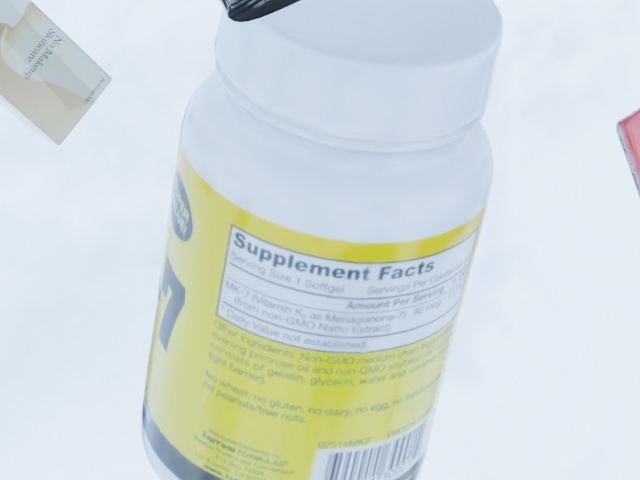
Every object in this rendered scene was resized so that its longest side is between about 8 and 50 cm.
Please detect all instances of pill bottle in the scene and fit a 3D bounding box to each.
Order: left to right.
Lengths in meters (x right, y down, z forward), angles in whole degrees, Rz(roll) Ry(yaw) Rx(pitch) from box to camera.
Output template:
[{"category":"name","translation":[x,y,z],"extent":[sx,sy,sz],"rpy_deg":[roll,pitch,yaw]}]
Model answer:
[{"category":"pill bottle","translation":[0.000,0.000,0.723],"extent":[0.119,0.119,0.208],"rpy_deg":[-47,153,-53]}]

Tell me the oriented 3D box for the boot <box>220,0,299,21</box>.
[{"category":"boot","translation":[-0.027,-0.152,0.518],"extent":[0.077,0.198,0.137],"rpy_deg":[-25,83,-19]}]

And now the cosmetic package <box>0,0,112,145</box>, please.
[{"category":"cosmetic package","translation":[-0.192,-0.118,1.204],"extent":[0.060,0.041,0.115],"rpy_deg":[-54,130,-7]}]

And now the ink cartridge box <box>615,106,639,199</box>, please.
[{"category":"ink cartridge box","translation":[0.229,0.027,0.780],"extent":[0.275,0.060,0.239],"rpy_deg":[-31,105,-55]}]
